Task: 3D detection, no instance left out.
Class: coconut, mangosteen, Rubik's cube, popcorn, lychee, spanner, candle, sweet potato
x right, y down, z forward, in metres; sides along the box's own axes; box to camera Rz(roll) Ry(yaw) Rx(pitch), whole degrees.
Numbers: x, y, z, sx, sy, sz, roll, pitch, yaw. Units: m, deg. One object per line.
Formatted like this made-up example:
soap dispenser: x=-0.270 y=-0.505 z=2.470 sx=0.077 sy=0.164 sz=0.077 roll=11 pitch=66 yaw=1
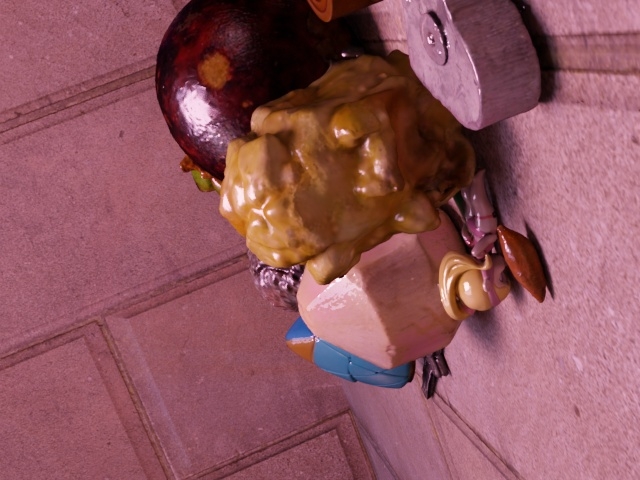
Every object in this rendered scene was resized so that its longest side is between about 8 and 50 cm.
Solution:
coconut: x=0.083 y=0.063 z=1.241 sx=0.197 sy=0.236 sz=0.237 roll=-127 pitch=16 yaw=-55
mangosteen: x=-0.103 y=-0.201 z=1.315 sx=0.306 sy=0.359 sz=0.306 roll=29 pitch=-132 yaw=-39
Rubik's cube: x=0.061 y=0.165 z=1.628 sx=0.254 sy=0.254 sz=0.255 roll=158 pitch=90 yaw=-82
popcorn: x=0.033 y=-0.083 z=1.015 sx=0.215 sy=0.286 sz=0.252 roll=52 pitch=154 yaw=-3
lychee: x=0.000 y=0.000 z=1.538 sx=0.255 sy=0.255 sz=0.275 roll=93 pitch=169 yaw=-72
spanner: x=0.193 y=0.230 z=1.677 sx=0.325 sy=0.026 sz=0.093 roll=84 pitch=163 yaw=-66
candle: x=0.126 y=-0.190 z=0.840 sx=0.168 sy=0.068 sz=0.192 roll=123 pitch=128 yaw=-82
sweet potato: x=0.212 y=0.023 z=0.972 sx=0.095 sy=0.034 sz=0.034 roll=58 pitch=174 yaw=-9

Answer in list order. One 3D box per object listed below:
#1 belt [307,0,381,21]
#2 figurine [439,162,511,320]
belt: x=-0.005 y=-0.399 z=0.944 sx=0.217 sy=0.122 sz=0.339 roll=-129 pitch=18 yaw=-68
figurine: x=0.172 y=0.003 z=1.064 sx=0.083 sy=0.083 sz=0.188 roll=-128 pitch=27 yaw=-62
